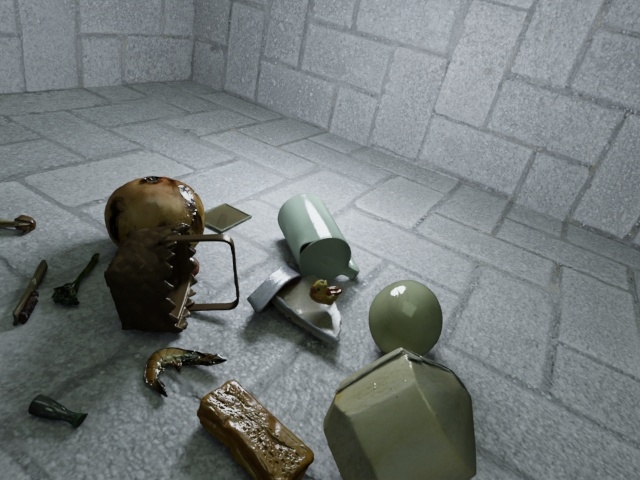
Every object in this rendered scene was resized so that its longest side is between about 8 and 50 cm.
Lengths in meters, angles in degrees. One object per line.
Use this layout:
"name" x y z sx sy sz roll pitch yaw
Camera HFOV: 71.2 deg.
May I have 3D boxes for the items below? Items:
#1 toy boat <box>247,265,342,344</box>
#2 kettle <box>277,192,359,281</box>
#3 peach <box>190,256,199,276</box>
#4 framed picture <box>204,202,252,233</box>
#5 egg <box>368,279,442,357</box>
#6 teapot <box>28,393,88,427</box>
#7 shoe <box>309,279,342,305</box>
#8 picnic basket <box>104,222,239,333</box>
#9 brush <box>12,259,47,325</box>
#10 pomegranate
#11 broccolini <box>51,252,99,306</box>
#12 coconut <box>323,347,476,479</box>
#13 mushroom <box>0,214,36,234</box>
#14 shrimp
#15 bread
"toy boat" -0.065 0.191 1.407 0.294 0.111 0.276 27 29 -2
"kettle" -0.015 0.005 1.680 0.205 0.265 0.318 -26 38 -4
"peach" -0.430 0.087 1.437 0.083 0.083 0.083 10 29 -6
"framed picture" -0.399 -0.095 1.831 0.150 0.015 0.203 25 30 19
"egg" 0.253 0.233 1.332 0.219 0.219 0.269 17 24 5
"teapot" -0.553 0.363 0.943 0.111 0.042 0.043 18 29 3
"shoe" 0.014 0.157 1.377 0.109 0.069 0.072 37 18 -25
"picnic basket" -0.395 0.100 1.247 0.321 0.254 0.291 -2 31 -5
"brush" -0.789 0.138 1.234 0.036 0.043 0.248 11 28 -20
"pomegranate" -0.540 -0.073 1.471 0.322 0.322 0.322 10 29 -6
"broccolini" -0.715 0.117 1.324 0.058 0.071 0.254 -29 23 8
"coconut" 0.177 0.386 0.923 0.323 0.322 0.323 10 29 -6
"mushroom" -1.032 -0.061 1.461 0.187 0.060 0.061 7 29 -5
"shrimp" -0.338 0.324 1.102 0.195 0.035 0.148 5 27 -1
"bread" -0.143 0.422 0.977 0.271 0.077 0.139 32 30 26
